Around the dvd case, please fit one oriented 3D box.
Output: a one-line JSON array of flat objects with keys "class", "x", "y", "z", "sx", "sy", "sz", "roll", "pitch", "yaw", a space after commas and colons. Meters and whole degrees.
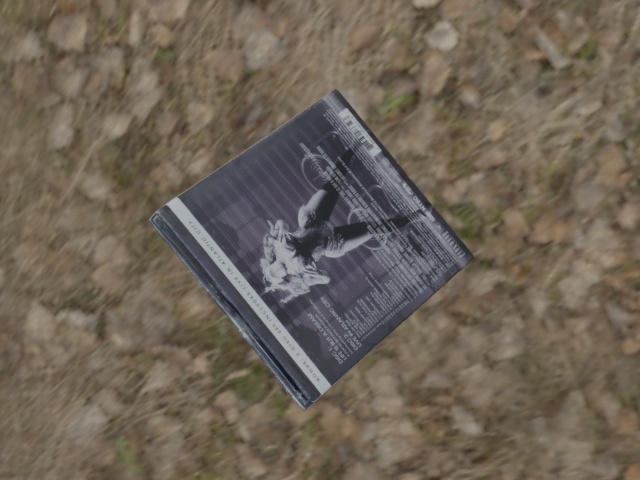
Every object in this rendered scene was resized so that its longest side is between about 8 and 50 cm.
[{"class": "dvd case", "x": 0.000, "y": 0.000, "z": 1.244, "sx": 0.164, "sy": 0.018, "sz": 0.221, "roll": 51, "pitch": 43, "yaw": 1}]
